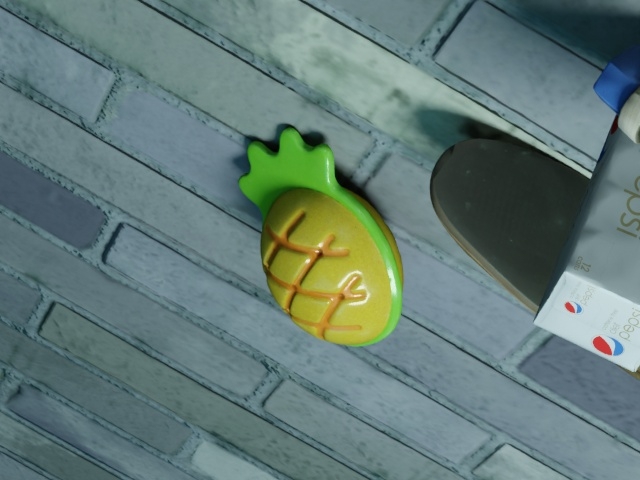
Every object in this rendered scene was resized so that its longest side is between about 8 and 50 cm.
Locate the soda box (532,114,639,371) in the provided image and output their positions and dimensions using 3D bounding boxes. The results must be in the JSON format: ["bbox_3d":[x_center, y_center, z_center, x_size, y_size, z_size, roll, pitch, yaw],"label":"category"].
[{"bbox_3d":[0.207,-0.030,1.187,0.074,0.216,0.069,25,146,2],"label":"soda box"}]

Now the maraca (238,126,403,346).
[{"bbox_3d":[0.000,0.000,1.497,0.127,0.099,0.186,-19,100,42],"label":"maraca"}]

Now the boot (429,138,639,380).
[{"bbox_3d":[0.194,0.036,1.405,0.305,0.112,0.115,33,158,-13],"label":"boot"}]

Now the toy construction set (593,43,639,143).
[{"bbox_3d":[0.329,-0.123,1.011,0.309,0.257,0.237,23,-165,37],"label":"toy construction set"}]
